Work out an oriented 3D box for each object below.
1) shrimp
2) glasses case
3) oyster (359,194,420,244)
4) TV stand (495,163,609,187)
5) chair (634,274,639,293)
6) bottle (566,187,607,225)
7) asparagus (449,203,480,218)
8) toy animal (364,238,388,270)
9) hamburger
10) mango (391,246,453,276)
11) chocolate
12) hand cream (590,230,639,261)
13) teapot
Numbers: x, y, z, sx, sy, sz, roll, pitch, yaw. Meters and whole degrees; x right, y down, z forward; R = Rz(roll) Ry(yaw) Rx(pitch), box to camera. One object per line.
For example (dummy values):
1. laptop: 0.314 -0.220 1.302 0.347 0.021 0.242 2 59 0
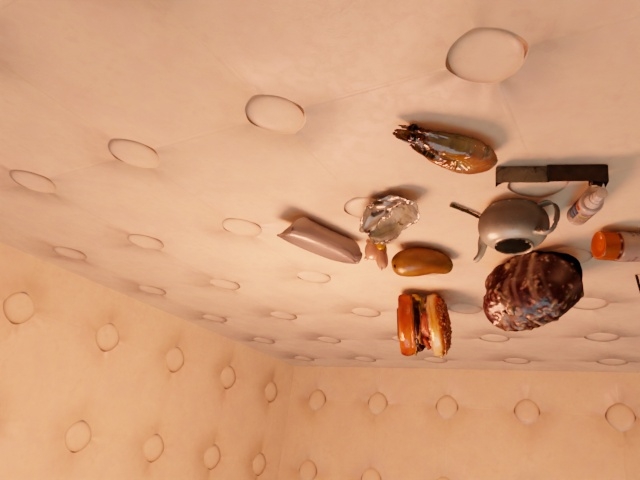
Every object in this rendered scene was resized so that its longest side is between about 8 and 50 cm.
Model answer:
1. shrimp: 0.292 -0.217 1.287 0.268 0.061 0.145 13 165 -16
2. glasses case: -0.002 0.001 1.846 0.308 0.083 0.128 24 157 -33
3. oyster: 0.205 -0.060 1.630 0.200 0.087 0.252 11 151 17
4. TV stand: 0.570 -0.157 1.339 0.257 0.048 0.040 1 158 15
5. chair: 1.147 0.220 1.764 0.173 0.246 0.159 16 156 -20
6. bottle: 0.691 -0.090 1.386 0.060 0.060 0.217 4 169 10
7. asparagus: 0.448 -0.080 1.600 0.163 0.016 0.016 20 128 -25
8. toy animal: 0.191 0.045 1.860 0.082 0.114 0.091 -9 -175 11
9. hamburger: 0.439 0.358 2.277 0.225 0.290 0.291 -6 154 10
10. mango: 0.360 0.079 1.889 0.228 0.099 0.136 4 153 -12
11. chocolate: 0.686 0.185 1.778 0.340 0.210 0.225 -27 104 42
12. hand cream: 0.967 0.021 1.588 0.315 0.089 0.139 0 159 0
13. teapot: 0.548 -0.032 1.529 0.193 0.129 0.294 19 154 -26
